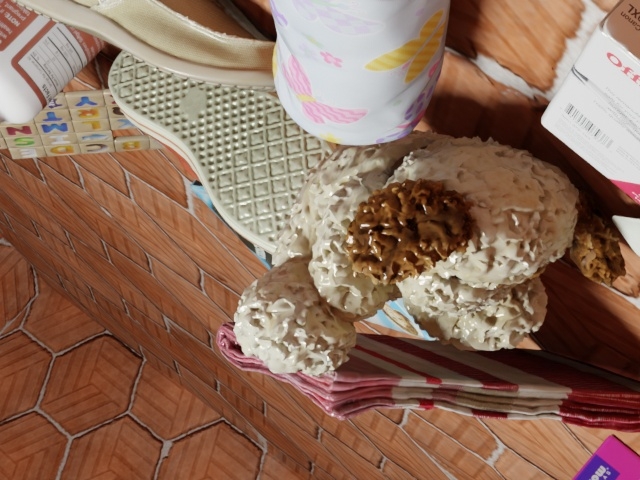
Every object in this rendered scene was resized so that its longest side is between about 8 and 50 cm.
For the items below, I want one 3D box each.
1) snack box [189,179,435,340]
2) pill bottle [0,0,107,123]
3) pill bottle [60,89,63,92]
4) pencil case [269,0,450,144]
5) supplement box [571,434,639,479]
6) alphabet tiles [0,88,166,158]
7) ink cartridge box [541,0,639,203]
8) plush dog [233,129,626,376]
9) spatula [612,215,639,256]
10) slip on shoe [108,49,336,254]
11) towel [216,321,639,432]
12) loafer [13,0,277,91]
[{"bbox_3d":[0.000,0.000,1.684,0.187,0.060,0.322,47,166,-21],"label":"snack box"},{"bbox_3d":[-0.277,-0.188,1.536,0.121,0.216,0.121,40,166,12],"label":"pill bottle"},{"bbox_3d":[-0.369,-0.232,1.756,0.176,0.176,0.318,38,167,17],"label":"pill bottle"},{"bbox_3d":[0.018,-0.155,1.017,0.124,0.113,0.273,43,168,15],"label":"pencil case"},{"bbox_3d":[0.327,0.308,1.611,0.220,0.111,0.114,38,166,14],"label":"supplement box"},{"bbox_3d":[-0.268,-0.126,1.804,0.198,0.237,0.009,102,163,-75],"label":"alphabet tiles"},{"bbox_3d":[0.190,-0.074,0.888,0.109,0.063,0.150,41,166,6],"label":"ink cartridge box"},{"bbox_3d":[0.086,-0.015,1.170,0.225,0.262,0.211,-2,92,55],"label":"plush dog"},{"bbox_3d":[0.300,0.046,1.055,0.168,0.019,0.242,49,166,-22],"label":"spatula"},{"bbox_3d":[-0.068,-0.080,1.523,0.331,0.123,0.101,39,177,36],"label":"slip on shoe"},{"bbox_3d":[0.104,0.113,1.375,0.329,0.037,0.237,6,-175,-25],"label":"towel"},{"bbox_3d":[-0.139,-0.198,1.386,0.268,0.092,0.102,23,-171,16],"label":"loafer"}]
